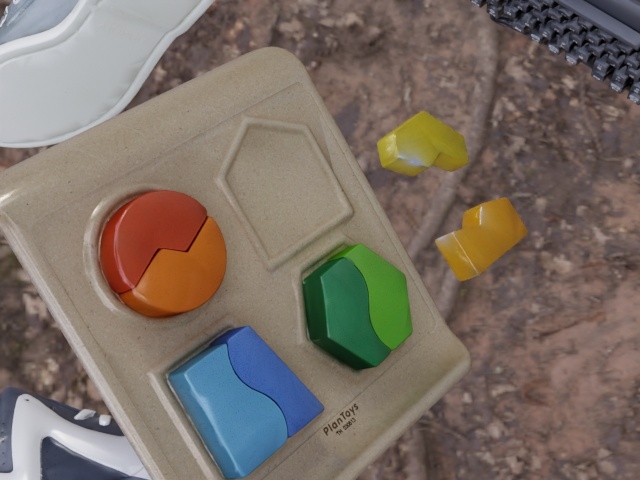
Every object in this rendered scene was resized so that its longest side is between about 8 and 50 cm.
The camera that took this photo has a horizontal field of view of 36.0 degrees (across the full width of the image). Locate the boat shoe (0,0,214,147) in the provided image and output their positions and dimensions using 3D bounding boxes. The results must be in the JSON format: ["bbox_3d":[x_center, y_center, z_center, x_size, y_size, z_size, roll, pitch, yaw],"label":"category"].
[{"bbox_3d":[-0.188,-0.183,0.799,0.319,0.116,0.099,-32,51,34],"label":"boat shoe"}]

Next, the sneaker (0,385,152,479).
[{"bbox_3d":[-0.133,0.129,0.602,0.153,0.235,0.094,38,139,28],"label":"sneaker"}]

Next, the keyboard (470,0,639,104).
[{"bbox_3d":[0.099,-0.101,0.434,0.180,0.108,0.023,37,93,14],"label":"keyboard"}]

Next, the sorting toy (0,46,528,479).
[{"bbox_3d":[0.000,0.000,0.551,0.041,0.307,0.229,-27,96,52],"label":"sorting toy"}]
